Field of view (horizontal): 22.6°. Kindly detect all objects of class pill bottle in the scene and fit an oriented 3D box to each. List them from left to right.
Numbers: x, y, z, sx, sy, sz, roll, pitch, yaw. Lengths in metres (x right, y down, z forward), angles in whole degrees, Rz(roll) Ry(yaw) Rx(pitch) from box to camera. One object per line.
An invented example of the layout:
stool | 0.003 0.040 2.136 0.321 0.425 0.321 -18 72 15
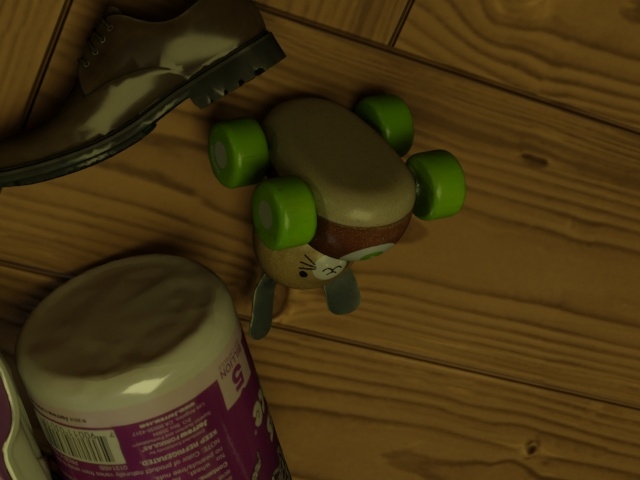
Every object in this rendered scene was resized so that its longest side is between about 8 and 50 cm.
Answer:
pill bottle | -0.113 0.175 1.245 0.169 0.169 0.302 -21 124 -9

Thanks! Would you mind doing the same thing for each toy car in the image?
toy car | 0.000 0.000 1.220 0.155 0.149 0.188 -11 133 -27

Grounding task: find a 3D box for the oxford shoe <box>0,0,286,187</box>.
oxford shoe | -0.146 -0.114 1.140 0.227 0.083 0.096 -30 100 0

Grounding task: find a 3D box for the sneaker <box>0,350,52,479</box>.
sneaker | -0.245 0.178 1.193 0.114 0.152 0.305 -14 109 -11

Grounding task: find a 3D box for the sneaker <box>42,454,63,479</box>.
sneaker | -0.207 0.274 1.318 0.084 0.083 0.215 -31 126 -4
